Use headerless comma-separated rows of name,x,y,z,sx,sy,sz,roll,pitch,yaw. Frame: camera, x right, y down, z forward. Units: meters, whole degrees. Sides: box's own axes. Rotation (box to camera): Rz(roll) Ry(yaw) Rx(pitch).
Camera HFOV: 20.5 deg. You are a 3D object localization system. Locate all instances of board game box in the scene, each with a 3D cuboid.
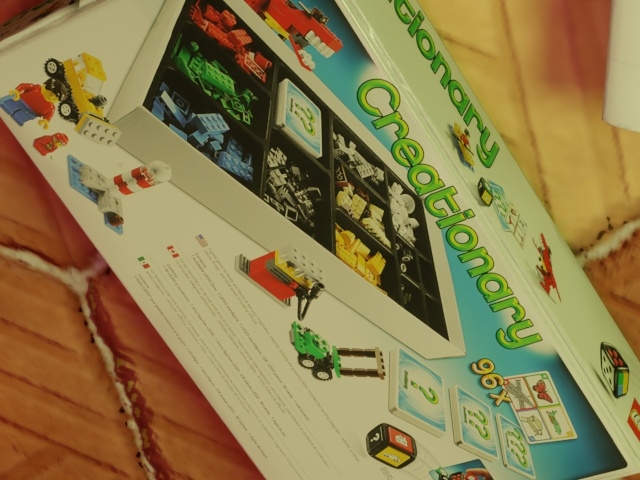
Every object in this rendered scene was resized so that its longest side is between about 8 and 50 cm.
board game box,0.000,0.000,0.804,0.193,0.053,0.305,-20,114,33

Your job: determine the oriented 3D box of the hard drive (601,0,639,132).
hard drive,0.213,-0.169,0.595,0.210,0.040,0.319,8,127,13
